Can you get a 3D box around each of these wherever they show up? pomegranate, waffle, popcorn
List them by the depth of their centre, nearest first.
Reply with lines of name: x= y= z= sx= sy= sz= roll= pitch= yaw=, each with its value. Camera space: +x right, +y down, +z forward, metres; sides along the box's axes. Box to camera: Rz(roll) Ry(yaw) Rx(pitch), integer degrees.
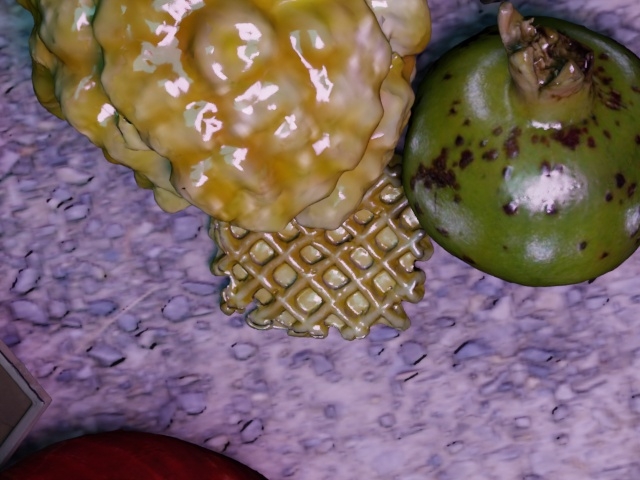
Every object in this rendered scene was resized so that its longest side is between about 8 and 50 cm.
popcorn: x=-0.085 y=-0.154 z=1.458 sx=0.335 sy=0.279 sz=0.274 roll=34 pitch=115 yaw=-8
pomegranate: x=0.165 y=-0.079 z=1.471 sx=0.211 sy=0.263 sz=0.211 roll=2 pitch=60 yaw=-3
waffle: x=0.000 y=0.000 z=1.606 sx=0.184 sy=0.036 sz=0.169 roll=7 pitch=105 yaw=6

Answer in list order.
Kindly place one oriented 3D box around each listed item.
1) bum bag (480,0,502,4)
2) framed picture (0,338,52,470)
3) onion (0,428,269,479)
bum bag: x=0.110 y=-0.282 z=1.514 sx=0.102 sy=0.069 sz=0.248 roll=-39 pitch=98 yaw=-3
framed picture: x=-0.337 y=0.097 z=1.605 sx=0.250 sy=0.016 sz=0.184 roll=46 pitch=121 yaw=15
onion: x=-0.169 y=0.303 z=1.542 sx=0.341 sy=0.341 sz=0.341 roll=1 pitch=103 yaw=6
